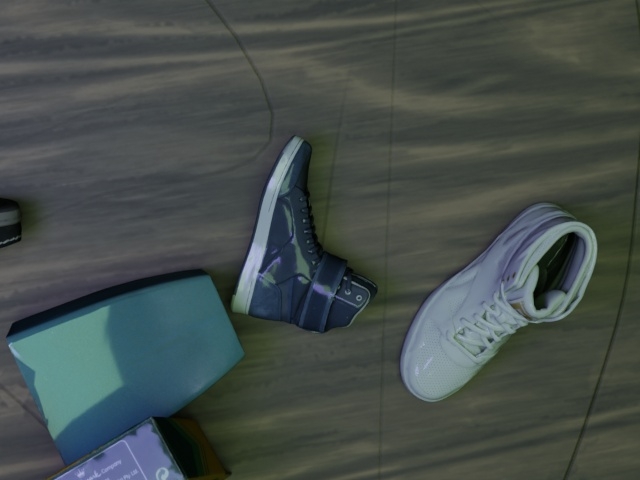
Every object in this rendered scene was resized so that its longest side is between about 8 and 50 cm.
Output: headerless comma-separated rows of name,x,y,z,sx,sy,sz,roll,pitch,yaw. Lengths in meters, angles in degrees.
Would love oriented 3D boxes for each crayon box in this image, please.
crayon box,-0.225,0.282,1.472,0.203,0.323,0.083,-31,80,-1

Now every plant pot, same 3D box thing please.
plant pot,-0.218,0.128,1.527,0.234,0.165,0.165,-25,97,-8

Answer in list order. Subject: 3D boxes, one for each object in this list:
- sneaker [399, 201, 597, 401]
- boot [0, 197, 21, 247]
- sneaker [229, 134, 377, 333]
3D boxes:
sneaker,0.205,0.080,1.545,0.108,0.169,0.292,38,93,-8
boot,-0.499,0.118,1.516,0.378,0.138,0.284,-18,103,-13
sneaker,0.000,0.000,1.555,0.164,0.086,0.226,17,104,5
